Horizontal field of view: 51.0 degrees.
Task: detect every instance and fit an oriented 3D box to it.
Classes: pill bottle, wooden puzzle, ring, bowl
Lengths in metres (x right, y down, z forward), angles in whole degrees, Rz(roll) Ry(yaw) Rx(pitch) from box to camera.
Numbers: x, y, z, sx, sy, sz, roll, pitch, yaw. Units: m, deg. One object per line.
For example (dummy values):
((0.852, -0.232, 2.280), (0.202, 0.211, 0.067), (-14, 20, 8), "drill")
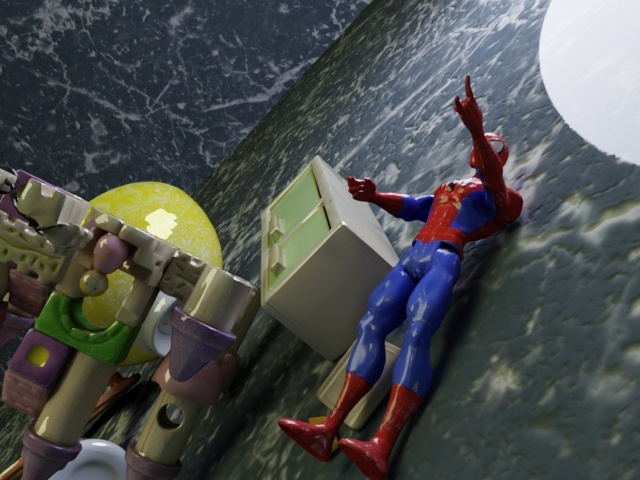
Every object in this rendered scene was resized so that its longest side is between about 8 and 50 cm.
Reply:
((-0.284, 0.279, 0.771), (0.184, 0.103, 0.103), (-23, 30, 55), "pill bottle")
((0.032, 0.106, 0.511), (0.116, 0.014, 0.078), (-50, 21, -2), "wooden puzzle")
((-0.406, 0.297, 0.975), (0.337, 0.032, 0.336), (-39, -2, -2), "ring")
((-0.237, 0.076, 0.957), (0.156, 0.289, 0.289), (33, 80, 31), "bowl")

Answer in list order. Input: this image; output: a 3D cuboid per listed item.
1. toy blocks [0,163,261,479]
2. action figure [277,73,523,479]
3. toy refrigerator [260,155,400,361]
((-0.226, 0.103, 0.606), (0.260, 0.289, 0.309), (-63, 2, -5), "toy blocks")
((0.056, 0.002, 0.462), (0.092, 0.139, 0.280), (2, 48, 47), "action figure")
((0.000, 0.000, 0.684), (0.102, 0.094, 0.269), (-45, 17, 11), "toy refrigerator")
